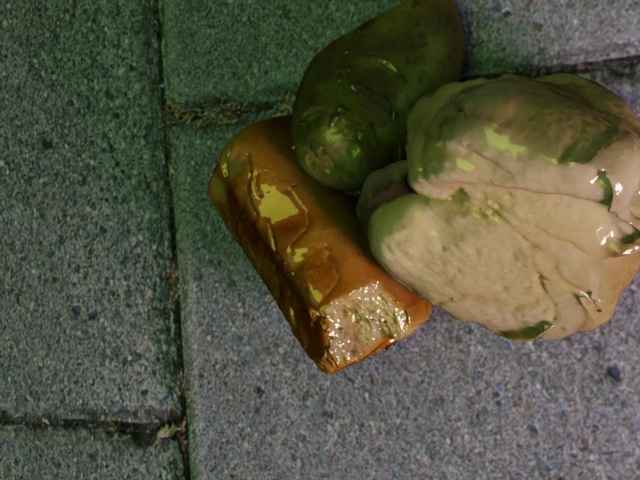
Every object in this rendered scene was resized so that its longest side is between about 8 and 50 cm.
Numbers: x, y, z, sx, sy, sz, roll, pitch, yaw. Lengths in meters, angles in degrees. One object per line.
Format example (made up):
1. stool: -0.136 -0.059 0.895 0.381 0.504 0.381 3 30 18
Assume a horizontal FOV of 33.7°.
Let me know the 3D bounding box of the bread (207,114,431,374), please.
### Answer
1. bread: 0.005 -0.004 1.389 0.344 0.195 0.149 55 139 15

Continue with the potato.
1. potato: 0.074 -0.193 1.328 0.176 0.141 0.298 37 74 -6

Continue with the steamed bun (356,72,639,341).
1. steamed bun: 0.232 -0.053 1.208 0.325 0.230 0.372 31 143 -1
